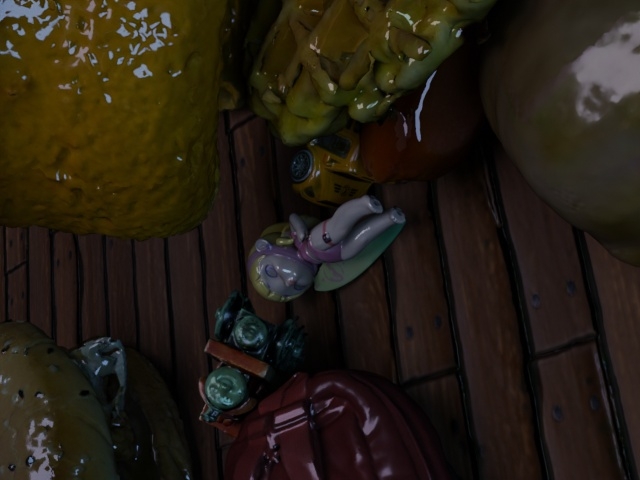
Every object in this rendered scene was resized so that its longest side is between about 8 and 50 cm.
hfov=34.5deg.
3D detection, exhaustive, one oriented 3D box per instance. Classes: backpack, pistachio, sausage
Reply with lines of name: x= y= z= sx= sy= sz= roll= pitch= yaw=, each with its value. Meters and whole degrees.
backpack: x=0.011 y=0.202 z=0.772 sx=0.229 sy=0.139 sz=0.229 roll=-8 pitch=79 yaw=46
pistachio: x=0.217 y=-0.115 z=0.603 sx=0.260 sy=0.163 sz=0.212 roll=-41 pitch=87 yaw=32
sausage: x=0.128 y=-0.197 z=0.769 sx=0.348 sy=0.094 sz=0.097 roll=-63 pitch=31 yaw=9

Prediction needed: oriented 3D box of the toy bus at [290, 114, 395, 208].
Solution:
toy bus: x=0.039 y=-0.100 z=0.865 sx=0.074 sy=0.070 sz=0.162 roll=30 pitch=103 yaw=46

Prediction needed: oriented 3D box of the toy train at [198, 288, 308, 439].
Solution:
toy train: x=-0.063 y=0.113 z=0.869 sx=0.074 sy=0.176 sz=0.118 roll=23 pitch=81 yaw=6

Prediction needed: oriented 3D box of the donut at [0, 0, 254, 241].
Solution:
donut: x=-0.133 y=-0.219 z=0.867 sx=0.435 sy=0.163 sz=0.377 roll=-77 pitch=-2 yaw=-53

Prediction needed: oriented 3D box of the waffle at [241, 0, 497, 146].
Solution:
waffle: x=0.057 y=-0.255 z=0.753 sx=0.380 sy=0.095 sz=0.382 roll=-12 pitch=61 yaw=59

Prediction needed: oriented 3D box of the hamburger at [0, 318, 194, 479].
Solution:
hamburger: x=-0.281 y=0.223 z=1.057 sx=0.318 sy=0.195 sz=0.276 roll=-22 pitch=67 yaw=41

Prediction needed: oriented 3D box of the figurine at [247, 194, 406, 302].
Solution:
figurine: x=0.000 y=0.000 z=0.890 sx=0.187 sy=0.083 sz=0.083 roll=-32 pitch=59 yaw=47
